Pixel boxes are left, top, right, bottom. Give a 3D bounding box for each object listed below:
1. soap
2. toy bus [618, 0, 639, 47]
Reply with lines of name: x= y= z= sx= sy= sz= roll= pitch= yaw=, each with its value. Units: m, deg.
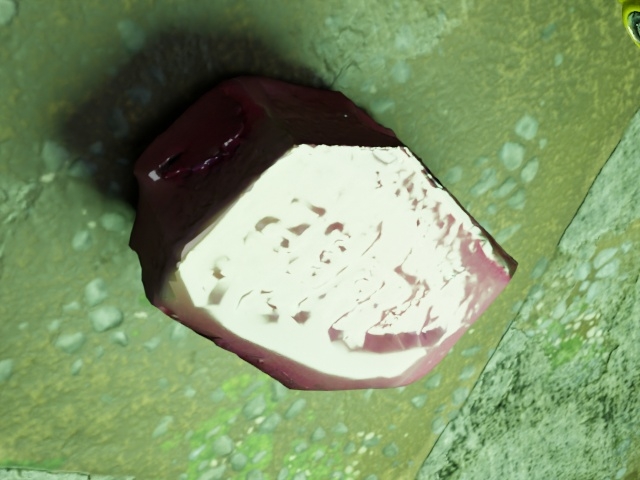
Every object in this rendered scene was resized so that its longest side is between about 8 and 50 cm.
soap: x=0.000 y=0.000 z=0.828 sx=0.220 sy=0.127 sz=0.325 roll=-49 pitch=132 yaw=1
toy bus: x=0.252 y=-0.278 z=0.765 sx=0.145 sy=0.151 sz=0.331 roll=-45 pitch=148 yaw=-3
